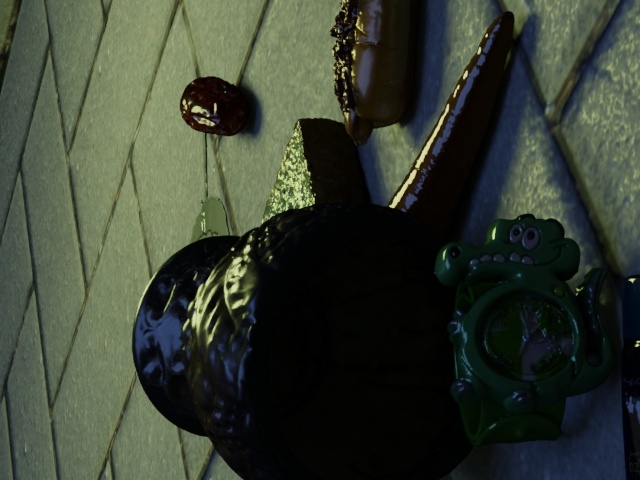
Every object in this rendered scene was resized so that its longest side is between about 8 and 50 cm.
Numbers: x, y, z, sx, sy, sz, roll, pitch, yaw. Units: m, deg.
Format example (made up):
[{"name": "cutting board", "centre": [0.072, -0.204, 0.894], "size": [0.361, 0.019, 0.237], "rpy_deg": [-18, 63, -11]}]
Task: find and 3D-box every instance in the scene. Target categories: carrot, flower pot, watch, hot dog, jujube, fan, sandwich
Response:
[{"name": "carrot", "centre": [0.110, -0.059, 1.544], "size": [0.336, 0.069, 0.069], "rpy_deg": [-65, 28, 30]}, {"name": "flower pot", "centre": [-0.024, 0.095, 1.510], "size": [0.267, 0.266, 0.267], "rpy_deg": [6, 92, 57]}, {"name": "watch", "centre": [0.154, 0.074, 1.338], "size": [0.152, 0.131, 0.165], "rpy_deg": [99, 165, -73]}, {"name": "hot dog", "centre": [0.052, -0.217, 1.690], "size": [0.102, 0.076, 0.249], "rpy_deg": [-172, 87, -66]}, {"name": "jujube", "centre": [-0.133, -0.167, 2.179], "size": [0.129, 0.077, 0.077], "rpy_deg": [-143, 59, -60]}, {"name": "fan", "centre": [-0.157, -0.032, 2.304], "size": [0.191, 0.009, 0.329], "rpy_deg": [142, 128, -64]}, {"name": "sandwich", "centre": [0.000, 0.000, 1.801], "size": [0.186, 0.065, 0.215], "rpy_deg": [113, 152, -42]}]

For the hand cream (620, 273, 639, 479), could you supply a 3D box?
[{"name": "hand cream", "centre": [0.247, 0.155, 1.143], "size": [0.120, 0.061, 0.271], "rpy_deg": [-11, 82, 57]}]
